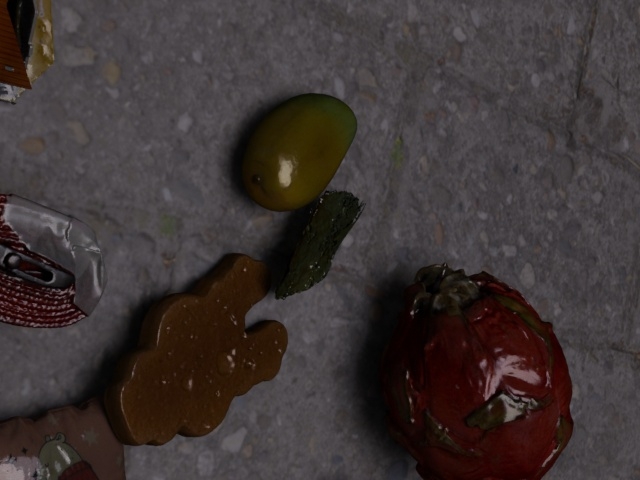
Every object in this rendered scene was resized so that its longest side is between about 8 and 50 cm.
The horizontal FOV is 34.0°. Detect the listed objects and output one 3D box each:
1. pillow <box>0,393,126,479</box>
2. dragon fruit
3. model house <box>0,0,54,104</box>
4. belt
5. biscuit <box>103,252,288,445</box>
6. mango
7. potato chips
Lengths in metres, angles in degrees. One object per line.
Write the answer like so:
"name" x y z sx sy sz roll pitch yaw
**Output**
"pillow" -0.307 0.293 1.148 0.236 0.084 0.223 -5 90 -43
"dragon fruit" 0.218 0.208 1.467 0.277 0.277 0.343 -34 128 -33
"model house" -0.331 -0.252 1.035 0.207 0.136 0.219 2 94 -39
"belt" -0.322 0.019 1.083 0.201 0.124 0.128 24 81 -39
"biscuit" -0.149 0.140 1.272 0.295 0.044 0.186 -32 111 -47
"mango" -0.024 -0.117 1.341 0.194 0.092 0.130 -35 115 -37
"potato chips" 0.000 0.000 1.379 0.209 0.026 0.142 -30 135 -54
